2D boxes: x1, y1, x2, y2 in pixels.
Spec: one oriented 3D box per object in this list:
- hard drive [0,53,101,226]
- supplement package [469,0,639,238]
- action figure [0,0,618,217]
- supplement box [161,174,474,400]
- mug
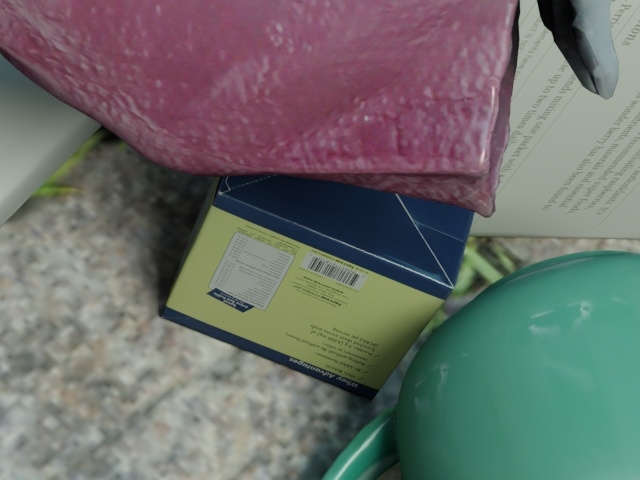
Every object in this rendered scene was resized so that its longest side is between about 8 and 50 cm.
[{"bbox_3d":[-0.229,-0.020,0.572,0.203,0.040,0.307,37,54,4],"label":"hard drive"},{"bbox_3d":[0.160,-0.114,0.687,0.293,0.177,0.175,1,61,-20],"label":"supplement package"},{"bbox_3d":[-0.112,-0.095,0.463,0.370,0.275,0.248,-7,55,0],"label":"action figure"},{"bbox_3d":[0.000,0.000,0.616,0.083,0.083,0.056,22,55,-6],"label":"supplement box"},{"bbox_3d":[0.077,0.063,0.577,0.158,0.129,0.097,0,57,-19],"label":"mug"}]
